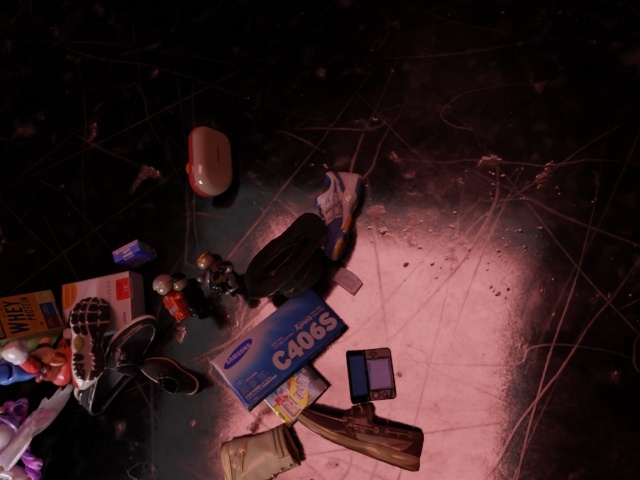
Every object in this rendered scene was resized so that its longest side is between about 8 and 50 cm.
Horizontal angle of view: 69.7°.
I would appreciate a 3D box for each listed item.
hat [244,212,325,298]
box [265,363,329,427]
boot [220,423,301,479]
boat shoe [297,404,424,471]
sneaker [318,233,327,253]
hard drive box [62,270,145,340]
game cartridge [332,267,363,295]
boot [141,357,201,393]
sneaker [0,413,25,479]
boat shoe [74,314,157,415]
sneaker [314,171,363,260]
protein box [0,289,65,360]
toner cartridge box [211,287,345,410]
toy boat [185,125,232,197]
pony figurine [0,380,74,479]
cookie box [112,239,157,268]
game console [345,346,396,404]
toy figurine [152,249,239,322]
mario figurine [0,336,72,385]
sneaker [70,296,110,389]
[{"bbox_3d":[-0.071,0.073,1.334,0.331,0.331,0.134,-47,112,-4],"label":"hat"},{"bbox_3d":[-0.111,0.395,1.336,0.159,0.044,0.233,-45,73,-5],"label":"box"},{"bbox_3d":[-0.146,0.654,1.252,0.204,0.095,0.261,-20,70,3],"label":"boot"},{"bbox_3d":[0.110,0.503,1.240,0.343,0.123,0.123,16,65,13],"label":"boat shoe"},{"bbox_3d":[0.000,0.000,1.425,0.069,0.038,0.098,-31,72,0],"label":"sneaker"},{"bbox_3d":[-0.687,0.210,1.463,0.233,0.089,0.180,-13,74,6],"label":"hard drive box"},{"bbox_3d":[0.084,0.121,1.391,0.083,0.017,0.056,36,87,16],"label":"game cartridge"},{"bbox_3d":[-0.463,0.393,1.350,0.198,0.137,0.076,14,78,14],"label":"boot"},{"bbox_3d":[-0.935,0.634,1.403,0.106,0.078,0.234,-8,77,4],"label":"sneaker"},{"bbox_3d":[-0.593,0.377,1.368,0.340,0.127,0.113,-46,52,-1],"label":"boat shoe"},{"bbox_3d":[0.038,-0.077,1.397,0.131,0.111,0.296,12,64,7],"label":"sneaker"},{"bbox_3d":[-0.927,0.272,1.390,0.200,0.201,0.135,-44,69,32],"label":"protein box"},{"bbox_3d":[-0.113,0.296,1.294,0.348,0.075,0.165,-38,69,-20],"label":"toner cartridge box"},{"bbox_3d":[-0.387,-0.251,1.523,0.151,0.151,0.230,-18,70,36],"label":"toy boat"},{"bbox_3d":[-0.889,0.553,1.284,0.364,0.303,0.350,29,87,-9],"label":"pony figurine"},{"bbox_3d":[-0.595,0.046,1.480,0.092,0.107,0.040,-27,73,2],"label":"cookie box"},{"bbox_3d":[0.142,0.373,1.277,0.124,0.085,0.143,-8,75,8],"label":"game console"},{"bbox_3d":[-0.364,0.126,1.364,0.210,0.213,0.148,-33,86,1],"label":"toy figurine"},{"bbox_3d":[-0.845,0.334,1.301,0.198,0.321,0.169,12,96,36],"label":"mario figurine"},{"bbox_3d":[-0.681,0.294,1.330,0.118,0.108,0.278,-48,41,39],"label":"sneaker"}]
